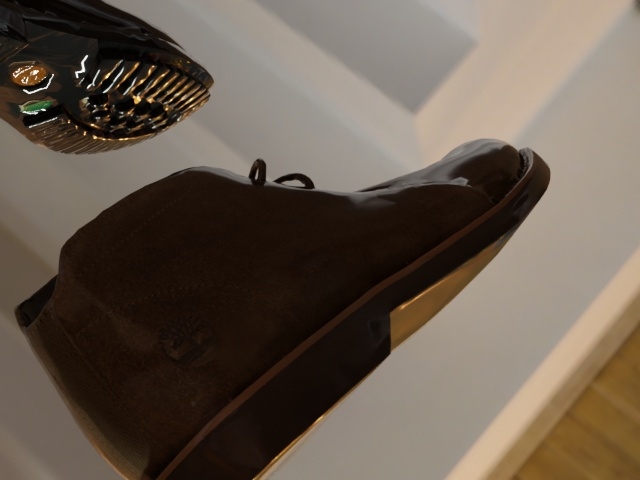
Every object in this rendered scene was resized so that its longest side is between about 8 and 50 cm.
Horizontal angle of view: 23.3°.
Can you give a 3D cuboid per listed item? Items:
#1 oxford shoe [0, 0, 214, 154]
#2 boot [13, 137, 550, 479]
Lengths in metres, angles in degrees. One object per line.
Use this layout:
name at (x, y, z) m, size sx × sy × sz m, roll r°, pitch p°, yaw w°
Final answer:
oxford shoe at (-0.127, -0.099, 0.690) m, size 0.227 × 0.082 × 0.096 m, roll 17°, pitch -135°, yaw -59°
boot at (0.000, 0.000, 0.633) m, size 0.115 × 0.112 × 0.305 m, roll 44°, pitch -146°, yaw 8°
